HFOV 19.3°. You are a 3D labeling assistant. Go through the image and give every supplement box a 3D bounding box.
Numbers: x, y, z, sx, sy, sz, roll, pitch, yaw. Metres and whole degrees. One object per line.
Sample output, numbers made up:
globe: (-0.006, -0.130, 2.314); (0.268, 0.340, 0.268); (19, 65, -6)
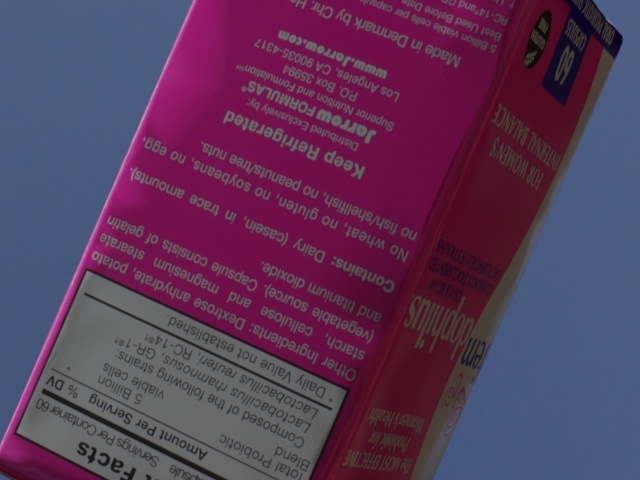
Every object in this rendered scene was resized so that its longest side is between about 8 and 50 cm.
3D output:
supplement box: (0.000, 0.000, 0.626); (0.220, 0.114, 0.111); (-66, -21, 1)
